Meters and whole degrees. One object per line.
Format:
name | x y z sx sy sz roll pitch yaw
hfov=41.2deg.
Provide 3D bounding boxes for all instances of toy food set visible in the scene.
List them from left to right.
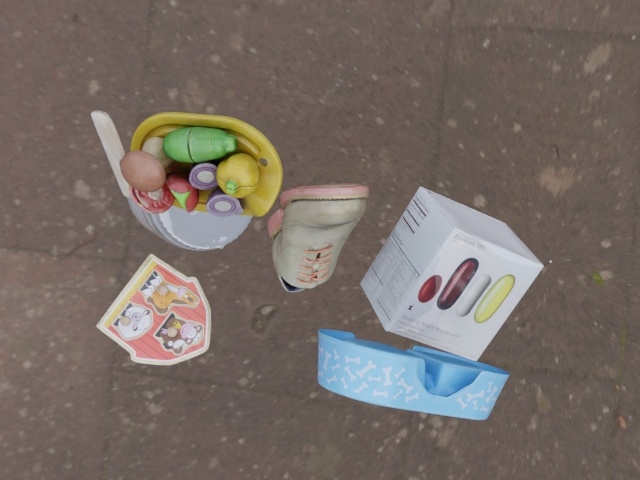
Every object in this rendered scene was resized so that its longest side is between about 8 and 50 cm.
toy food set | -0.154 -0.069 0.931 0.218 0.071 0.128 5 128 15

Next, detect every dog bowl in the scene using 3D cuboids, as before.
dog bowl | 0.126 0.190 1.195 0.297 0.166 0.074 14 89 -29

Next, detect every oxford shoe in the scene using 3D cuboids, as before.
oxford shoe | 0.000 0.000 1.393 0.140 0.397 0.146 -2 79 -9

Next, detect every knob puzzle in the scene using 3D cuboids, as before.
knob puzzle | -0.289 0.146 1.588 0.213 0.030 0.213 2 78 -8

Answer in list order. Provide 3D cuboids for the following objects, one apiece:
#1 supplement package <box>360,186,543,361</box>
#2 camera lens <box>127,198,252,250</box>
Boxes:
supplement package | 0.212 0.057 1.403 0.194 0.149 0.203 20 112 -26
camera lens | -0.267 -0.098 1.736 0.219 0.274 0.219 -4 99 -23
